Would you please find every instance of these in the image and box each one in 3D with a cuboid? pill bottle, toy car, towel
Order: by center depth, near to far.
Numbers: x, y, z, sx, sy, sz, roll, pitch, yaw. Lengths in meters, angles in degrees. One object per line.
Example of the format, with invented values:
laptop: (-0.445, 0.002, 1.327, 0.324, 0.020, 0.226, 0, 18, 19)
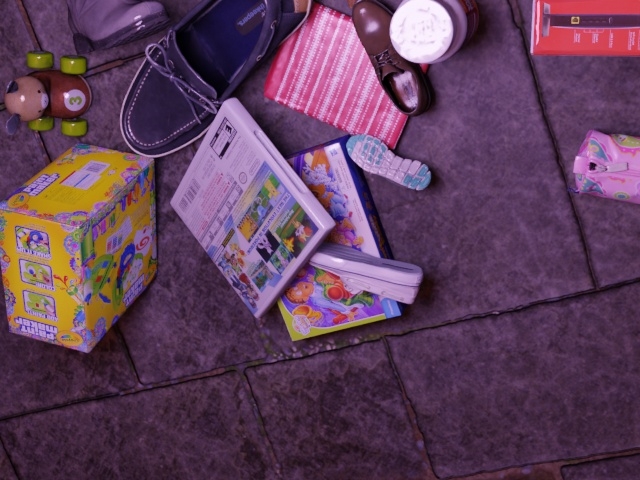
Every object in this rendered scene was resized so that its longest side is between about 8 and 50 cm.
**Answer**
pill bottle: (0.187, -0.357, 1.583, 0.121, 0.221, 0.121, 5, 109, 16)
towel: (0.045, -0.305, 1.751, 0.275, 0.031, 0.198, 24, 111, 7)
toy car: (-0.547, -0.273, 1.861, 0.149, 0.188, 0.155, 10, 110, 14)

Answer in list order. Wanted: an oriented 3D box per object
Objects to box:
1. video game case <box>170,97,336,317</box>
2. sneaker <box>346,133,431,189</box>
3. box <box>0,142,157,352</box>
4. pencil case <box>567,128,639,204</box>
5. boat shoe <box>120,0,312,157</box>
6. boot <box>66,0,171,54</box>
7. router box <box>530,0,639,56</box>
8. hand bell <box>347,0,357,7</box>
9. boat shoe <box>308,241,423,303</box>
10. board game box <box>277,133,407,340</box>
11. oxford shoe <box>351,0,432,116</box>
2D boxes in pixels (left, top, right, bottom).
video game case: (-0.136, -0.052, 1.784, 0.300, 0.036, 0.329, 52, 139, 12)
sneaker: (0.120, -0.135, 1.759, 0.166, 0.076, 0.065, 31, 83, 4)
box: (-0.455, 0.008, 1.845, 0.177, 0.290, 0.279, 12, 122, 13)
pencil case: (0.566, -0.109, 1.602, 0.284, 0.124, 0.124, 13, 111, 12)
boat shoe: (-0.221, -0.320, 1.749, 0.500, 0.156, 0.187, -37, 93, 32)
boot: (-0.399, -0.456, 1.717, 0.338, 0.118, 0.222, 6, 116, 53)
router box: (0.480, -0.333, 1.435, 0.301, 0.335, 0.082, 4, 108, 16)
hand bell: (0.045, -0.520, 1.653, 0.126, 0.126, 0.242, 2, 119, 17)
boat shoe: (0.071, 0.065, 1.748, 0.226, 0.083, 0.075, 15, 110, 11)
board game box: (0.000, 0.000, 1.839, 0.233, 0.078, 0.347, -16, 102, 22)
oxford shoe: (0.122, -0.318, 1.661, 0.083, 0.096, 0.227, -30, 95, 22)
